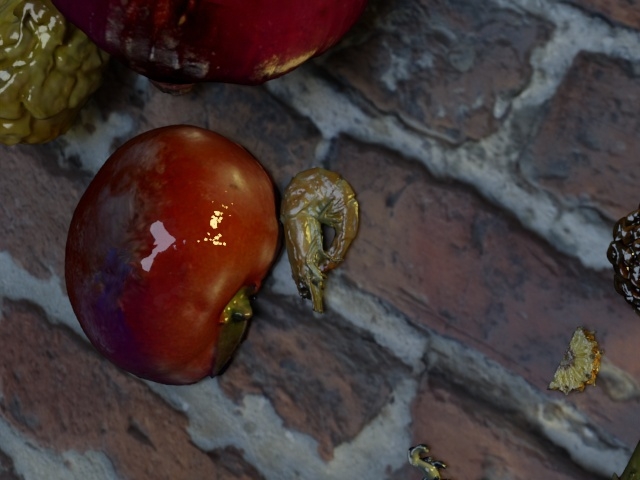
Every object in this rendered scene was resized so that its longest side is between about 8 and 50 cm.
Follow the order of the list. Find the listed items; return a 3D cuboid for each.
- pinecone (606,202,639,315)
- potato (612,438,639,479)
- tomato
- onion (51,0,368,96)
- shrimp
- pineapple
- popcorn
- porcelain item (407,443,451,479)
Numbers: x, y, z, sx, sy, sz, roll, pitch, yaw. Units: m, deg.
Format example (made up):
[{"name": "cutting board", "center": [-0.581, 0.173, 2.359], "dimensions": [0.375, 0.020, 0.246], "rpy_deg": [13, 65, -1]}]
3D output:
[{"name": "pinecone", "center": [0.366, 0.020, 1.284], "dimensions": [0.140, 0.120, 0.140], "rpy_deg": [-4, 82, 30]}, {"name": "potato", "center": [0.373, 0.227, 1.297], "dimensions": [0.105, 0.085, 0.188], "rpy_deg": [25, 97, 49]}, {"name": "tomato", "center": [-0.221, 0.014, 1.568], "dimensions": [0.289, 0.176, 0.335], "rpy_deg": [35, 106, 27]}, {"name": "onion", "center": [-0.144, -0.301, 1.469], "dimensions": [0.398, 0.398, 0.420], "rpy_deg": [45, 139, 22]}, {"name": "shrimp", "center": [0.000, 0.000, 1.532], "dimensions": [0.099, 0.041, 0.180], "rpy_deg": [-2, 86, 13]}, {"name": "pineapple", "center": [0.286, 0.138, 1.381], "dimensions": [0.045, 0.019, 0.083], "rpy_deg": [29, 102, 32]}, {"name": "popcorn", "center": [-0.372, -0.243, 1.637], "dimensions": [0.190, 0.250, 0.250], "rpy_deg": [40, 109, -11]}, {"name": "porcelain item", "center": [0.145, 0.302, 1.449], "dimensions": [0.075, 0.021, 0.136], "rpy_deg": [-9, 85, 23]}]
